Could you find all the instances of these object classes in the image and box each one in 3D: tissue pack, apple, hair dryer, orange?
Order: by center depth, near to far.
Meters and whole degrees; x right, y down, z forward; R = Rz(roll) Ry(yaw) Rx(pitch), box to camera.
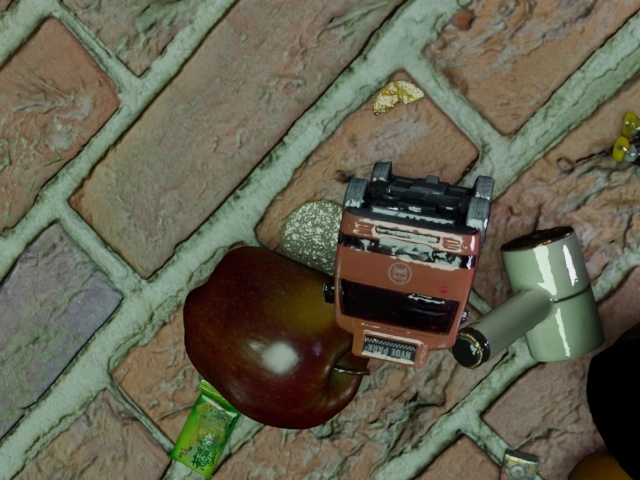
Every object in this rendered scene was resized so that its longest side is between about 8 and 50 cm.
[{"bbox_3d":[0.306,0.120,1.346,0.128,0.362,0.203,-11,98,44],"label":"hair dryer"},{"bbox_3d":[0.497,0.447,1.435,0.206,0.206,0.206,2,99,11],"label":"orange"},{"bbox_3d":[-0.068,0.164,1.456,0.317,0.288,0.288,31,104,22],"label":"apple"},{"bbox_3d":[0.348,0.417,1.536,0.063,0.035,0.083,14,103,9],"label":"tissue pack"}]

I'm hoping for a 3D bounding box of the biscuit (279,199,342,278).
[{"bbox_3d":[0.000,0.000,1.548,0.152,0.020,0.152,1,98,10],"label":"biscuit"}]

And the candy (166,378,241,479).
[{"bbox_3d":[-0.217,0.361,1.641,0.102,0.032,0.178,28,103,6],"label":"candy"}]

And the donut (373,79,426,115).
[{"bbox_3d":[0.132,-0.238,1.476,0.067,0.038,0.083,38,109,1],"label":"donut"}]

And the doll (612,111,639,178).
[{"bbox_3d":[0.626,-0.119,1.367,0.316,0.145,0.103,21,139,14],"label":"doll"}]

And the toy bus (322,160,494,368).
[{"bbox_3d":[0.143,0.015,1.316,0.203,0.427,0.233,10,104,11],"label":"toy bus"}]

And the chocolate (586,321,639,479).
[{"bbox_3d":[0.632,0.220,1.276,0.331,0.383,0.384,-34,91,-22],"label":"chocolate"}]
